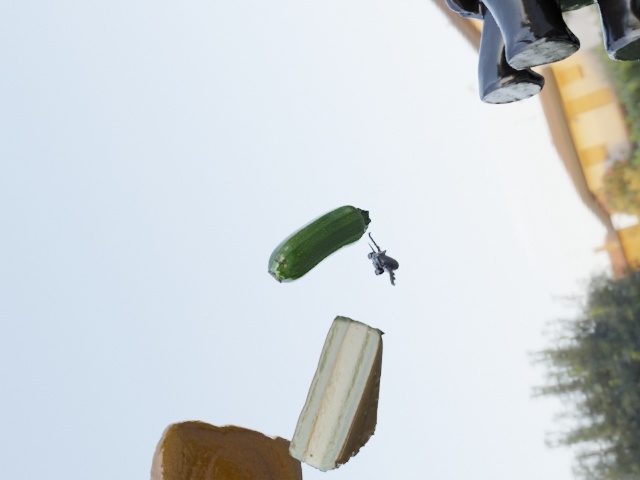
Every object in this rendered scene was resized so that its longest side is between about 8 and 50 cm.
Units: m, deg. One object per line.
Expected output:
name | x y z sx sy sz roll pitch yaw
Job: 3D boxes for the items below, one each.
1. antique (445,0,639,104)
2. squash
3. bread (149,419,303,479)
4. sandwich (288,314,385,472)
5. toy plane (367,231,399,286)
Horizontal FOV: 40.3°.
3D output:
antique | 0.249 -0.302 0.833 0.185 0.322 0.255 7 -107 -51
squash | 0.000 0.000 1.448 0.219 0.068 0.077 -30 -72 -32
bread | -0.147 0.369 1.317 0.245 0.121 0.174 18 -127 -25
sandwich | 0.021 0.195 1.108 0.113 0.079 0.163 -37 -42 -50
toy plane | 0.080 0.028 1.112 0.079 0.031 0.083 67 -171 23
